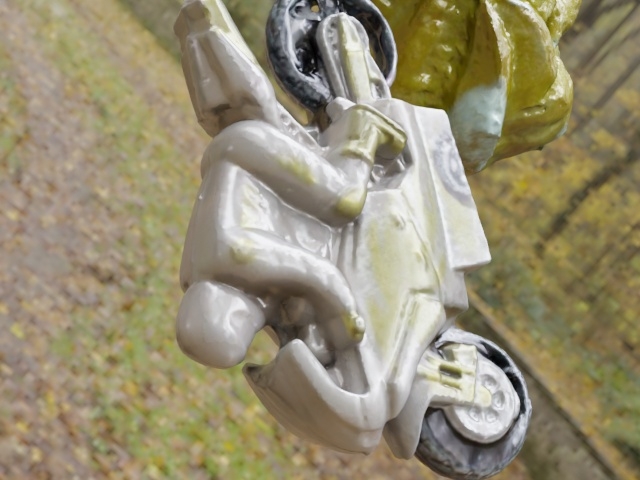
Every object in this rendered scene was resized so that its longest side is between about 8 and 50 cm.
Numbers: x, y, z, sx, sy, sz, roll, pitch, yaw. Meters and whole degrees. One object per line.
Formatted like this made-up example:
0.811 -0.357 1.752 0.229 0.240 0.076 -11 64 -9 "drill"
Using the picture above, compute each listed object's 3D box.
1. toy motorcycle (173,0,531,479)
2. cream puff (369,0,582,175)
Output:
0.000 0.000 0.860 0.223 0.108 0.340 -12 80 -31 "toy motorcycle"
0.141 -0.252 1.656 0.378 0.378 0.275 50 -7 50 "cream puff"
